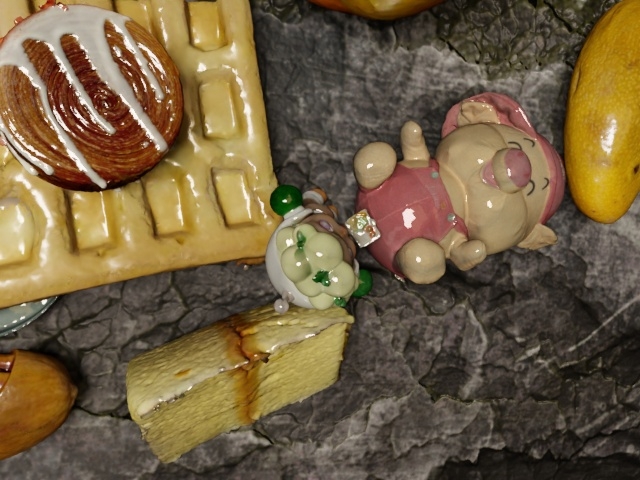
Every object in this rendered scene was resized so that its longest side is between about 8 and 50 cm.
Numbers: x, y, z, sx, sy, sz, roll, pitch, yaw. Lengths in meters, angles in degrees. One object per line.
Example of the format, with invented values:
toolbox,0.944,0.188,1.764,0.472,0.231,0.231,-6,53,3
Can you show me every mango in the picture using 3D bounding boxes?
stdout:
mango,0.375,-0.167,0.688,0.177,0.120,0.295,39,61,-35

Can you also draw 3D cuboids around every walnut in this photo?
walnut,-0.347,0.167,0.557,0.207,0.116,0.116,-12,96,-13

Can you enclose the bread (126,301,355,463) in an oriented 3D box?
bread,-0.077,0.155,0.591,0.240,0.178,0.136,-20,96,-15

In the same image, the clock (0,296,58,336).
clock,-0.356,-0.006,0.580,0.214,0.042,0.215,-1,93,-15

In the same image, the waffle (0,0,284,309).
waffle,-0.204,-0.096,0.570,0.348,0.077,0.304,-10,93,-26

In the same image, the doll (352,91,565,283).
doll,0.166,-0.058,0.658,0.255,0.152,0.196,-20,111,-17

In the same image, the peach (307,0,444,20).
peach,0.045,-0.408,0.506,0.388,0.388,0.389,-1,93,-14

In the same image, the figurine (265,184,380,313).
figurine,0.001,0.000,0.585,0.093,0.197,0.147,-32,111,28

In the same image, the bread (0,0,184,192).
bread,-0.199,-0.119,0.490,0.160,0.073,0.161,0,90,-25
